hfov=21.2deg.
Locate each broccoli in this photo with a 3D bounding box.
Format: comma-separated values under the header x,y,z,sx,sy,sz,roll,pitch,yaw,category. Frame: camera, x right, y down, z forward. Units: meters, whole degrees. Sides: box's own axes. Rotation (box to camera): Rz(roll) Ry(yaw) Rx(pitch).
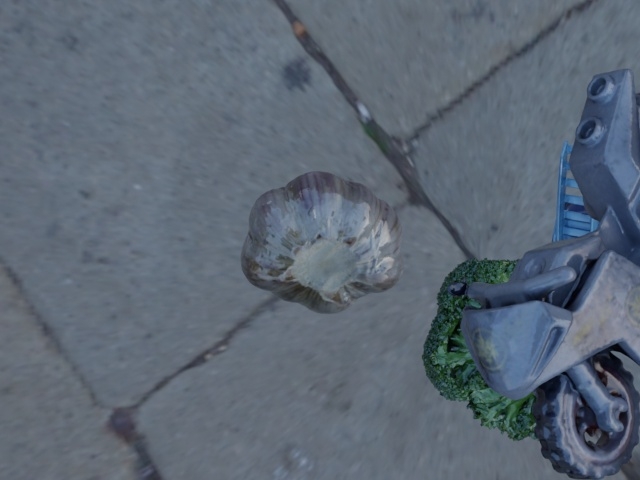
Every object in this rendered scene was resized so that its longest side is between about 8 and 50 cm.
x,y,z,sx,sy,sz,roll,pitch,yaw,category
0.193,0.104,1.686,0.195,0.156,0.195,-5,110,-15,broccoli

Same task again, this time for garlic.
x,y,z,sx,sy,sz,roll,pitch,yaw,category
0.000,0.000,1.664,0.159,0.102,0.147,-5,123,-3,garlic

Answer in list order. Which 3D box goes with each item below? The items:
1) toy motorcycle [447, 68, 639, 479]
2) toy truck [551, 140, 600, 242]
x,y,z,sx,sy,sz,roll,pitch,yaw,category
0.134,0.009,0.874,0.122,0.080,0.215,31,67,-33,toy motorcycle
0.185,-0.010,1.169,0.063,0.074,0.136,10,115,25,toy truck
